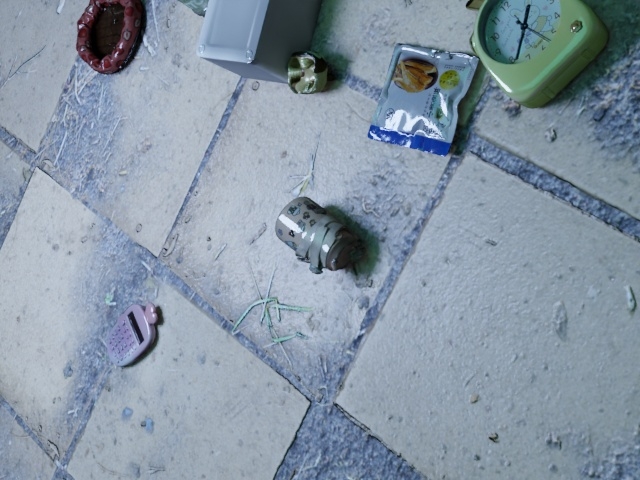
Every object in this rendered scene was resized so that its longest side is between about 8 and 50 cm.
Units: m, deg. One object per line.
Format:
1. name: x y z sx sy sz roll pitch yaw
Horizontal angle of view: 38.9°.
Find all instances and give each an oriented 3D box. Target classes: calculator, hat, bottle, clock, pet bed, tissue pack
1. calculator: -0.378 0.188 1.835 0.166 0.024 0.103 -43 59 26
2. hat: -0.017 -0.301 1.630 0.077 0.059 0.076 12 106 43
3. bottle: 0.000 -0.001 1.544 0.152 0.099 0.099 38 105 31
4. clock: 0.310 -0.330 1.384 0.170 0.069 0.232 -45 58 23
5. pet bed: -0.465 -0.465 1.995 0.201 0.053 0.201 -11 71 33
6. tissue pack: -0.106 -0.429 1.668 0.159 0.136 0.246 16 93 38

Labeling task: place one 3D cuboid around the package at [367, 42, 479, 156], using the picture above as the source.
1. package: 0.168 -0.234 1.498 0.171 0.027 0.173 19 90 37

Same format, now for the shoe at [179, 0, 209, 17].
1. shoe: -0.236 -0.598 1.787 0.109 0.149 0.293 8 88 39
